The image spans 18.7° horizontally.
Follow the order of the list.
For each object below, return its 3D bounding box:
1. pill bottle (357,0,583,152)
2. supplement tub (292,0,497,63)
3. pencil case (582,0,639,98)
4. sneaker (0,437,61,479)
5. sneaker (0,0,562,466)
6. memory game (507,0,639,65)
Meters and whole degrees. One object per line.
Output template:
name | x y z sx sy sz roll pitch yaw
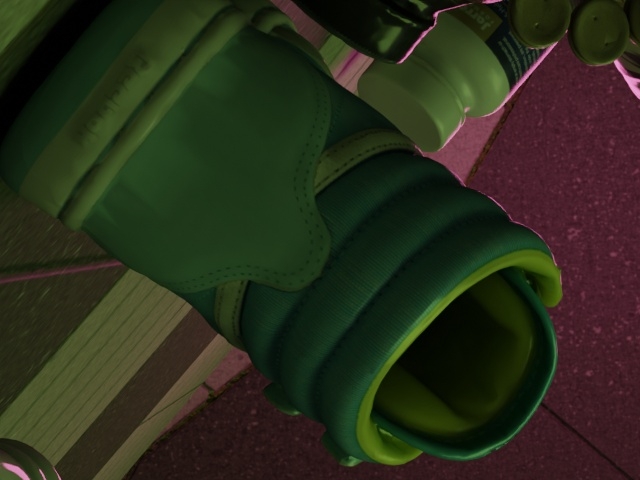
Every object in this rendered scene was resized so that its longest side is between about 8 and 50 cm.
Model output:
pill bottle | 0.118 -0.162 1.507 0.186 0.112 0.112 -49 177 -20
supplement tub | 0.062 -0.159 0.690 0.198 0.106 0.106 -50 177 17
pencil case | 0.278 -0.211 1.452 0.410 0.160 0.183 38 72 -63
sneaker | -0.257 0.215 0.953 0.305 0.114 0.152 -54 164 -2
sneaker | 0.000 0.000 0.782 0.127 0.208 0.319 -51 178 9
memory game | 0.143 -0.184 1.022 0.186 0.186 0.012 -49 -159 -16
